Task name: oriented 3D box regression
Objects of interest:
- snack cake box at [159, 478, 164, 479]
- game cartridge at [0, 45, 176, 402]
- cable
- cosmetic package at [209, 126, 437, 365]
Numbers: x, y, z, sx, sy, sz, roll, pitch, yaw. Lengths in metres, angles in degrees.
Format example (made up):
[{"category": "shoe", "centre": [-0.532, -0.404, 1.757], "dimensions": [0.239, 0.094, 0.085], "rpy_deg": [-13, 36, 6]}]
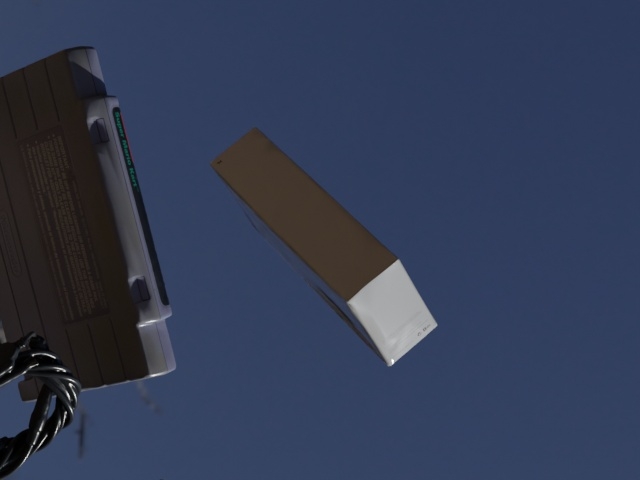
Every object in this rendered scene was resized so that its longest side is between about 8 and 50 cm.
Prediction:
[{"category": "snack cake box", "centre": [-0.122, 0.319, 1.013], "dimensions": [0.264, 0.152, 0.089], "rpy_deg": [-55, -170, 9]}, {"category": "game cartridge", "centre": [-0.280, -0.012, 1.582], "dimensions": [0.230, 0.068, 0.355], "rpy_deg": [-14, -90, 36]}, {"category": "cable", "centre": [-0.329, 0.176, 1.443], "dimensions": [0.184, 0.150, 0.047], "rpy_deg": [-38, -131, -12]}, {"category": "cosmetic package", "centre": [0.000, 0.000, 1.258], "dimensions": [0.060, 0.099, 0.239], "rpy_deg": [-41, -135, -5]}]
